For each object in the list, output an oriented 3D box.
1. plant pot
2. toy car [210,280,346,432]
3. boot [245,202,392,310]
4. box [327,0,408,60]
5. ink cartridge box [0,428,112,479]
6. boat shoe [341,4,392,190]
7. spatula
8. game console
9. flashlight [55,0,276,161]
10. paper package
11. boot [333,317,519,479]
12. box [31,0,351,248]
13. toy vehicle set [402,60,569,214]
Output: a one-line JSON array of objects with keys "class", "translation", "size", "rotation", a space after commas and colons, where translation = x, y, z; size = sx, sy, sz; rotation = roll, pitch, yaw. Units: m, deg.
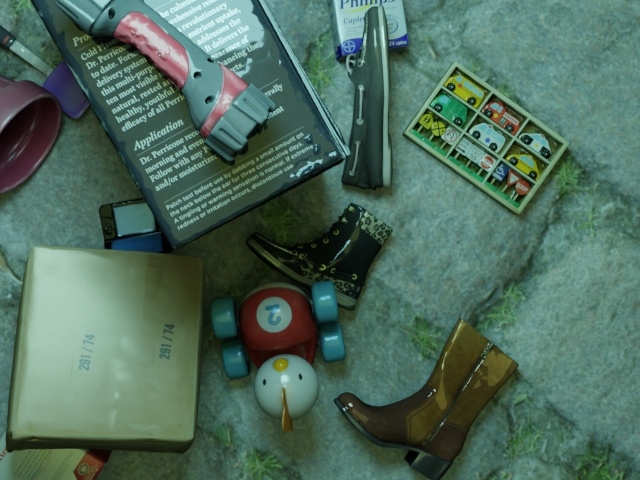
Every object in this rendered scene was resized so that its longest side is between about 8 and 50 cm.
[{"class": "plant pot", "translation": [-0.576, -0.209, 1.715], "size": [0.180, 0.201, 0.201], "rotation": [34, 89, 9]}, {"class": "toy car", "translation": [-0.064, 0.214, 1.721], "size": [0.219, 0.238, 0.210], "rotation": [-9, 132, 0]}, {"class": "boot", "translation": [0.000, 0.000, 1.824], "size": [0.236, 0.085, 0.178], "rotation": [31, 87, -12]}, {"class": "box", "translation": [0.084, -0.407, 1.822], "size": [0.126, 0.072, 0.137], "rotation": [-10, 92, -6]}, {"class": "ink cartridge box", "translation": [-0.479, 0.384, 1.767], "size": [0.176, 0.127, 0.128], "rotation": [35, 88, -6]}, {"class": "boat shoe", "translation": [0.076, -0.245, 1.774], "size": [0.096, 0.112, 0.335], "rotation": [-1, 114, 5]}, {"class": "spatula", "translation": [-0.527, -0.335, 1.785], "size": [0.296, 0.030, 0.084], "rotation": [37, 88, -5]}, {"class": "game console", "translation": [-0.332, -0.021, 1.795], "size": [0.122, 0.071, 0.107], "rotation": [-10, 93, -6]}, {"class": "flashlight", "translation": [-0.204, -0.233, 1.306], "size": [0.304, 0.103, 0.103], "rotation": [38, 93, -6]}, {"class": "paper package", "translation": [-0.356, 0.190, 1.689], "size": [0.310, 0.168, 0.324], "rotation": [5, 70, -15]}, {"class": "boot", "translation": [0.195, 0.267, 1.847], "size": [0.264, 0.096, 0.280], "rotation": [34, 88, -6]}, {"class": "box", "translation": [-0.211, -0.264, 1.593], "size": [0.298, 0.480, 0.471], "rotation": [-28, 94, -3]}, {"class": "toy vehicle set", "translation": [0.307, -0.190, 1.870], "size": [0.267, 0.035, 0.166], "rotation": [34, 89, -6]}]
